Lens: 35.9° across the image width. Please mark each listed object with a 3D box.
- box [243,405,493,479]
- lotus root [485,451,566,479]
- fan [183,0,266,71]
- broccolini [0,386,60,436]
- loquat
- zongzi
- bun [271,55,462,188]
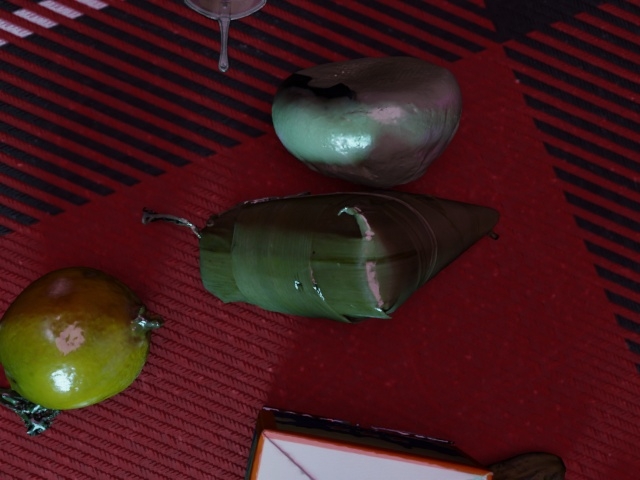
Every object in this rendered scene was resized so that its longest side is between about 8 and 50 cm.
[{"bbox_3d":[0.035,0.439,1.373,0.319,0.257,0.348,10,86,-2],"label":"box"},{"bbox_3d":[0.285,0.372,1.474,0.179,0.089,0.080,-19,128,-7],"label":"lotus root"},{"bbox_3d":[-0.150,-0.373,1.554,0.132,0.009,0.219,2,85,-1],"label":"fan"},{"bbox_3d":[-0.510,0.211,1.474,0.254,0.057,0.071,25,42,-3],"label":"broccolini"},{"bbox_3d":[-0.330,0.134,1.400,0.246,0.213,0.213,-16,86,18],"label":"loquat"},{"bbox_3d":[0.000,0.000,1.497,0.447,0.418,0.181,4,104,37],"label":"zongzi"},{"bbox_3d":[0.069,-0.161,1.435,0.283,0.283,0.179,-4,112,-2],"label":"bun"}]
